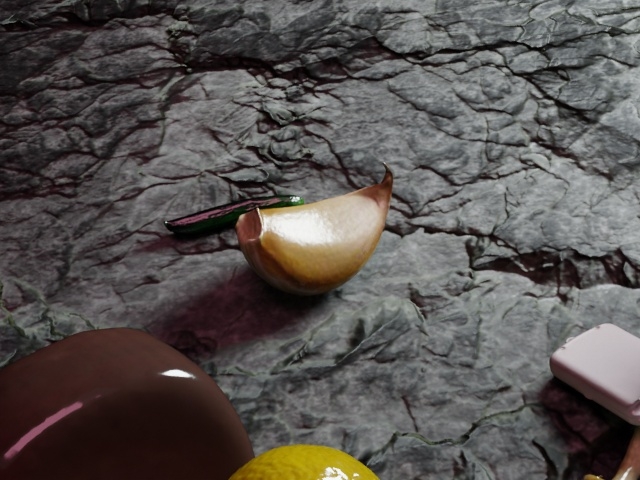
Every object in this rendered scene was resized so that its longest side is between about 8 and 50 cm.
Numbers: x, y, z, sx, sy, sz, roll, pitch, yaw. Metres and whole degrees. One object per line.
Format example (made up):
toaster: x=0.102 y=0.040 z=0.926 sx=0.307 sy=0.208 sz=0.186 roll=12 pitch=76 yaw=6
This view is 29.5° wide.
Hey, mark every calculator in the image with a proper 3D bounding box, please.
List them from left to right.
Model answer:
calculator: x=0.330 y=0.144 z=1.336 sx=0.100 sy=0.032 sz=0.175 roll=-26 pitch=31 yaw=-21

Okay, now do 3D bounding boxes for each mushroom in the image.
mushroom: x=0.313 y=0.237 z=1.272 sx=0.061 sy=0.060 sz=0.187 roll=9 pitch=39 yaw=34

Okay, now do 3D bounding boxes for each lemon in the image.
lemon: x=-0.016 y=0.282 z=1.130 sx=0.187 sy=0.244 sz=0.187 roll=0 pitch=90 yaw=12

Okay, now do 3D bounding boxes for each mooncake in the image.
mooncake: x=-0.221 y=0.247 z=1.190 sx=0.174 sy=0.334 sz=0.326 roll=19 pitch=84 yaw=50

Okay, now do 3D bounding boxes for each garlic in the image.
garlic: x=-0.005 y=-0.004 z=1.493 sx=0.207 sy=0.128 sz=0.115 roll=-23 pitch=7 yaw=-21

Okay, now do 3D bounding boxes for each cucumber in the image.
cucumber: x=-0.112 y=-0.035 z=1.583 sx=0.184 sy=0.033 sz=0.036 roll=-14 pitch=23 yaw=-6
